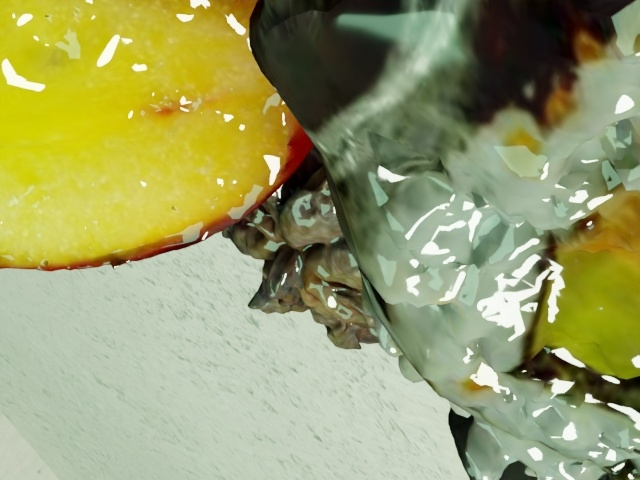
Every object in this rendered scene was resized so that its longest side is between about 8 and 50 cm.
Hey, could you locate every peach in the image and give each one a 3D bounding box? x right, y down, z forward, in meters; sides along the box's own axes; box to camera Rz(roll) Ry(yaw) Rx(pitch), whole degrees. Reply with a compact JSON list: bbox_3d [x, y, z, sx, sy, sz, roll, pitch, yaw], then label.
[{"bbox_3d":[-0.158,-0.108,1.050,0.281,0.338,0.281,44,152,31],"label":"peach"}]

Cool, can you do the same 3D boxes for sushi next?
[{"bbox_3d":[0.184,-0.029,0.714,0.417,0.176,0.417,14,143,11],"label":"sushi"}]

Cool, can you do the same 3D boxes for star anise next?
[{"bbox_3d":[0.000,0.001,1.300,0.223,0.109,0.236,26,151,28],"label":"star anise"}]

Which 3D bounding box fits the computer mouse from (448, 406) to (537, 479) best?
[{"bbox_3d":[0.187,0.207,1.298,0.183,0.116,0.323,63,-178,41],"label":"computer mouse"}]
